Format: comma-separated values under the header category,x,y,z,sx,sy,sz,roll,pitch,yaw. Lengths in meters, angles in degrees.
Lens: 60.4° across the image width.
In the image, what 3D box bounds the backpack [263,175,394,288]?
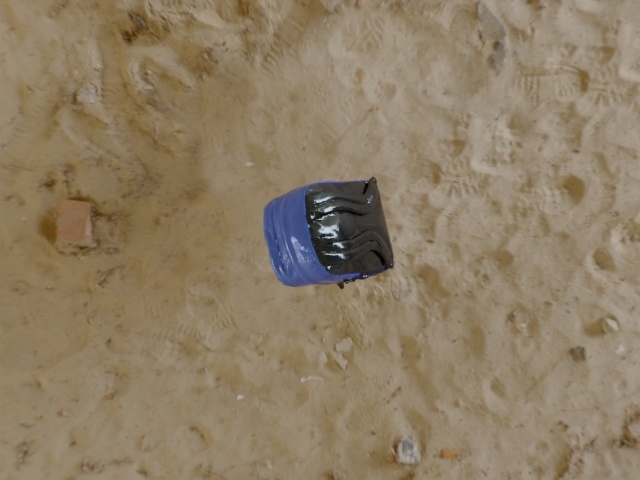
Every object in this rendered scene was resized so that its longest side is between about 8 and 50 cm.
category,x,y,z,sx,sy,sz,roll,pitch,yaw
backpack,0.000,0.000,0.512,0.101,0.120,0.098,-22,82,34
